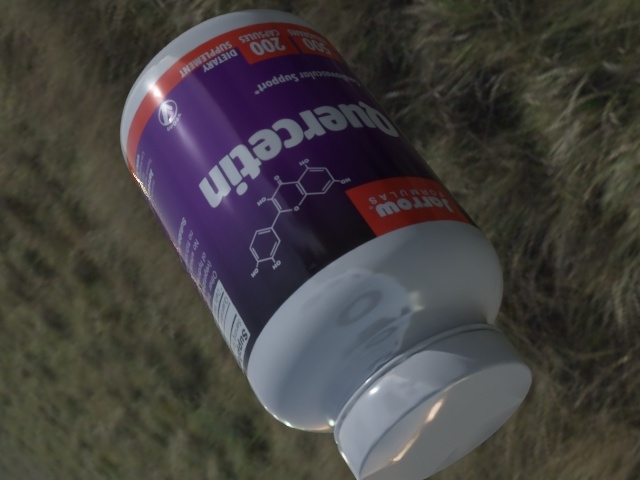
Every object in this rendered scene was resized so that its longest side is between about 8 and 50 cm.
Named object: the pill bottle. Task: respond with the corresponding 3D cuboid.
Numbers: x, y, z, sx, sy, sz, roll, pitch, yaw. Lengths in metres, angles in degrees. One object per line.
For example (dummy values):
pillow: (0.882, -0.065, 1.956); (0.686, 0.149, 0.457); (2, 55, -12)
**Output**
pill bottle: (0.000, 0.000, 0.678); (0.323, 0.181, 0.181); (55, 164, 32)
